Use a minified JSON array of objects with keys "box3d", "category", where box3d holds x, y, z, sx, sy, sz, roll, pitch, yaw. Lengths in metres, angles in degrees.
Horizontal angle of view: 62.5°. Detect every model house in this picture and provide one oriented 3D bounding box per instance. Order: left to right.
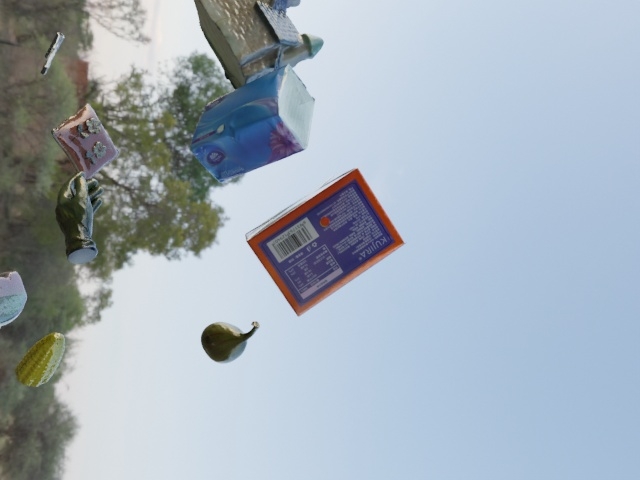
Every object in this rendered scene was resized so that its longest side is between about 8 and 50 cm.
[{"box3d":[-0.160,-0.578,1.458,0.298,0.284,0.243,59,-6,8],"category":"model house"}]

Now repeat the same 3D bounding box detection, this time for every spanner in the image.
[{"box3d":[-0.817,-0.562,1.599,0.093,0.026,0.325,-51,-145,16],"category":"spanner"}]

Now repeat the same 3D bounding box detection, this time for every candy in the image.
[{"box3d":[-0.854,0.360,1.630,0.199,0.106,0.094,-49,-144,20],"category":"candy"}]

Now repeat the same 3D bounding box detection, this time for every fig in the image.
[{"box3d":[-0.288,0.329,1.817,0.259,0.151,0.151,-26,-122,23],"category":"fig"}]

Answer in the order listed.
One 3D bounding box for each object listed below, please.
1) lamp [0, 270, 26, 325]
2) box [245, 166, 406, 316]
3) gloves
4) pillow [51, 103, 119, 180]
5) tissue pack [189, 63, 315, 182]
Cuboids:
[{"box3d":[-1.026,0.231,1.582,0.301,0.247,0.247,-22,-91,28],"category":"lamp"},{"box3d":[0.000,0.000,1.476,0.256,0.349,0.318,57,-6,-7],"category":"box"},{"box3d":[-0.613,-0.067,1.335,0.135,0.107,0.268,-54,-143,45],"category":"gloves"},{"box3d":[-0.682,-0.286,1.548,0.075,0.171,0.179,3,-48,27],"category":"pillow"},{"box3d":[-0.166,-0.285,1.299,0.264,0.146,0.198,-17,-134,27],"category":"tissue pack"}]
